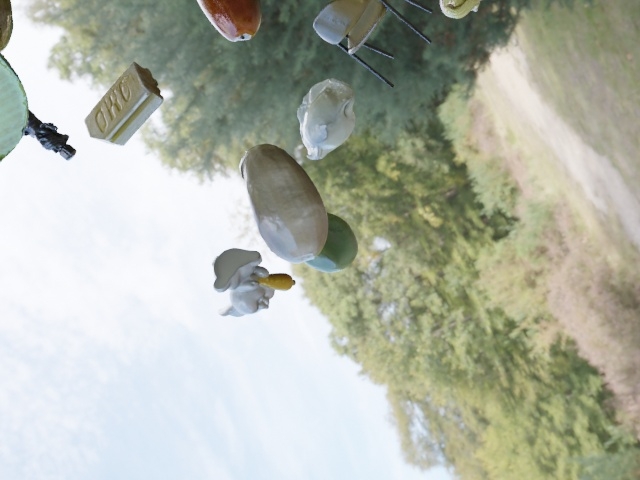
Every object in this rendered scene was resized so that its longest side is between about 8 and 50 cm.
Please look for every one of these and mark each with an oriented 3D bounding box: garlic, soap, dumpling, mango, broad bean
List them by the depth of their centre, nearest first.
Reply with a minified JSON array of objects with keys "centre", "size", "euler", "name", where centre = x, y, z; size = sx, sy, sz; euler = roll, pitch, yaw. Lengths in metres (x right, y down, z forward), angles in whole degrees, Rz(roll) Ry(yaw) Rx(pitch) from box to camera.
[{"centre":[-0.108,-0.106,1.653],"size":[0.338,0.151,0.196],"euler":[59,165,17],"name":"garlic"},{"centre":[-0.249,-0.633,1.878],"size":[0.289,0.146,0.129],"euler":[54,166,18],"name":"mango"},{"centre":[-0.538,-0.356,2.016],"size":[0.073,0.232,0.140],"euler":[23,-149,-50],"name":"soap"},{"centre":[0.000,0.000,2.114],"size":[0.228,0.169,0.100],"euler":[20,-168,-4],"name":"broad bean"},{"centre":[0.010,-0.371,2.208],"size":[0.147,0.258,0.193],"euler":[-3,-133,-44],"name":"dumpling"}]

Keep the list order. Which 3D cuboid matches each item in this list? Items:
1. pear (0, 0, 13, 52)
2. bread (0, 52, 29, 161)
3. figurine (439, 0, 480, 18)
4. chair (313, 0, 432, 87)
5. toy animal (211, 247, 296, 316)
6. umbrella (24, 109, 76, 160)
[{"centre":[-0.820,-0.515,1.709],"size":[0.211,0.189,0.228],"euler":[-84,5,-56],"name":"pear"},{"centre":[-0.628,-0.233,1.215],"size":[0.301,0.302,0.045],"euler":[52,-162,-40],"name":"bread"},{"centre":[0.339,-0.538,1.625],"size":[0.083,0.188,0.083],"euler":[47,151,35],"name":"figurine"},{"centre":[0.111,-0.489,1.674],"size":[0.247,0.159,0.172],"euler":[28,-137,-18],"name":"chair"},{"centre":[-0.130,0.082,1.337],"size":[0.127,0.131,0.181],"euler":[33,156,34],"name":"toy animal"},{"centre":[-0.687,-0.268,1.772],"size":[0.224,0.080,0.071],"euler":[39,-147,-5],"name":"umbrella"}]
